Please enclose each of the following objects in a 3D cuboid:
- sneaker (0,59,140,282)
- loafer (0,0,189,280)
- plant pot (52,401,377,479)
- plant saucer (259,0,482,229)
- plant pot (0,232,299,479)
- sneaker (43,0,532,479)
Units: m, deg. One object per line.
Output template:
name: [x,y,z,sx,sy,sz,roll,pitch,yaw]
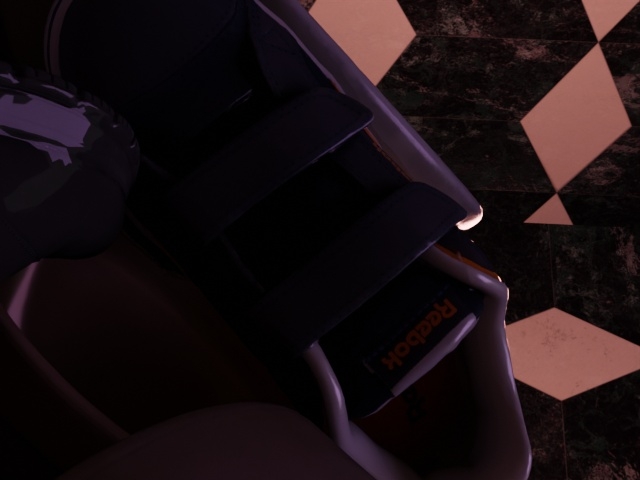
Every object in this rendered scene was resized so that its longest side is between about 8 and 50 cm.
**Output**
sneaker: [-0.153,-0.014,0.365,0.286,0.109,0.130,32,68,-72]
loafer: [-0.104,-0.077,0.566,0.251,0.094,0.087,56,14,-34]
plant pot: [-0.004,0.261,0.355,0.323,0.280,0.323,-41,150,-30]
plant saucer: [-0.055,-0.134,0.756,0.100,0.400,0.400,-43,-176,7]
plant pot: [-0.117,0.081,0.559,0.110,0.237,0.237,-46,-173,12]
sneaker: [0.000,0.000,0.518,0.321,0.126,0.127,52,-11,-19]
